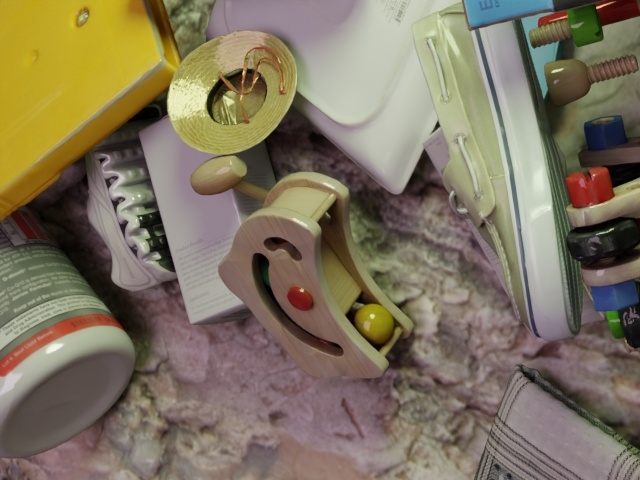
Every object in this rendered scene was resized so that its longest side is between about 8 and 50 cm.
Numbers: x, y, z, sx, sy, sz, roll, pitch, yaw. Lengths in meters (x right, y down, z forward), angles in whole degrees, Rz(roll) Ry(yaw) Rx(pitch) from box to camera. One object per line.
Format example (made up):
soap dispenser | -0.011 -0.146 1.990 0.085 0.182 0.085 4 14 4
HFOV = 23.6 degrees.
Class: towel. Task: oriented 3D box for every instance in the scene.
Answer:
towel | 0.241 0.323 1.412 0.324 0.056 0.312 36 118 43

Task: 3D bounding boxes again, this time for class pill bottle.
pill bottle | -0.399 0.064 1.833 0.363 0.210 0.210 49 120 24

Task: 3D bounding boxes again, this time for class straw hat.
straw hat | -0.082 -0.144 1.599 0.144 0.061 0.144 -5 72 15

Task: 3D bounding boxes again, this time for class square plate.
square plate | 0.029 -0.278 1.560 0.344 0.049 0.347 42 119 36

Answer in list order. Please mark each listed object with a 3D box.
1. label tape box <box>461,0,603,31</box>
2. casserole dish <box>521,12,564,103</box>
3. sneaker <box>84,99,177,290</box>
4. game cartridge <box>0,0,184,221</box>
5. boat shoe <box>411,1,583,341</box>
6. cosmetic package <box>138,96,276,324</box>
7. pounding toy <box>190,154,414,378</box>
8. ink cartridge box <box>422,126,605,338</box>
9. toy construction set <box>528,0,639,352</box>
label tape box | 0.249 -0.324 1.237 0.334 0.106 0.240 -13 100 0
casserole dish | 0.188 -0.205 1.474 0.114 0.037 0.188 18 103 36
sneaker | -0.235 -0.079 1.770 0.118 0.110 0.292 -31 72 46
game cartridge | -0.310 -0.196 1.739 0.324 0.053 0.285 -36 50 21
boat shoe | 0.151 -0.059 1.293 0.094 0.109 0.302 -14 80 18
cosmetic package | -0.108 -0.032 1.684 0.117 0.085 0.231 -21 79 37
pounding toy | 0.000 0.000 1.566 0.269 0.155 0.154 49 137 -12
ink cartridge box | 0.190 -0.026 1.424 0.224 0.056 0.181 59 164 1
toy construction set | 0.325 -0.082 1.292 0.237 0.257 0.308 -15 77 17
